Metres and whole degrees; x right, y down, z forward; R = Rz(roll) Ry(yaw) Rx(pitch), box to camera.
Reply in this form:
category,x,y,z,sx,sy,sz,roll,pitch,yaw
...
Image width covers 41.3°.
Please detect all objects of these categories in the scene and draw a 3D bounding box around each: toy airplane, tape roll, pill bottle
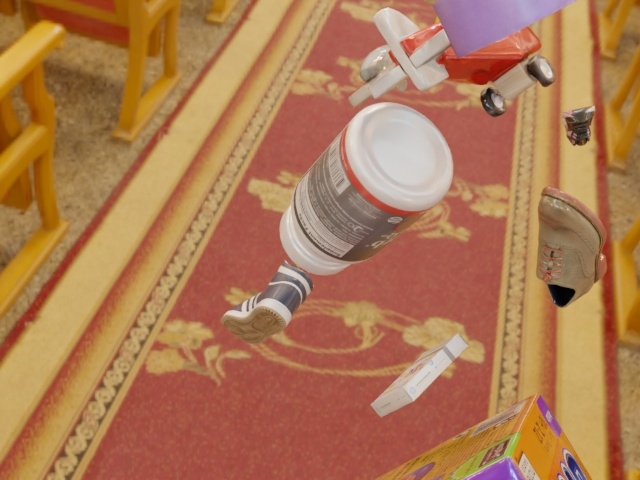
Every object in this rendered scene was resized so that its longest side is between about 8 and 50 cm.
category,x,y,z,sx,sy,sz,roll,pitch,yaw
toy airplane,0.222,-0.373,1.491,0.386,0.384,0.272,-18,77,0
tape roll,0.246,-0.314,1.097,0.189,0.189,0.080,-35,101,-41
pill bottle,0.070,-0.081,1.590,0.210,0.363,0.210,11,62,-22

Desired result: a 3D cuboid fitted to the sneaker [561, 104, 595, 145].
category,x,y,z,sx,sy,sz,roll,pitch,yaw
sneaker,0.577,-0.250,1.881,0.072,0.077,0.178,-12,-3,16

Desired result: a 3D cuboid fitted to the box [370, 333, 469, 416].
category,x,y,z,sx,sy,sz,roll,pitch,yaw
box,0.200,0.274,1.724,0.186,0.145,0.038,-39,86,-33

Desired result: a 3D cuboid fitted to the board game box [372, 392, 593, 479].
category,x,y,z,sx,sy,sz,roll,pitch,yaw
board game box,0.150,0.418,0.869,0.356,0.356,0.356,61,15,10

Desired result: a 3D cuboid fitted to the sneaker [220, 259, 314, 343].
category,x,y,z,sx,sy,sz,roll,pitch,yaw
sneaker,-0.114,0.137,1.902,0.099,0.282,0.153,42,61,-14

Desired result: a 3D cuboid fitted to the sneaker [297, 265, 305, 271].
category,x,y,z,sx,sy,sz,roll,pitch,yaw
sneaker,0.000,0.000,2.082,0.067,0.064,0.175,21,64,45

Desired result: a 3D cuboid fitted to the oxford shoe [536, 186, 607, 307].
category,x,y,z,sx,sy,sz,roll,pitch,yaw
oxford shoe,0.488,0.026,1.693,0.123,0.348,0.130,28,74,40
